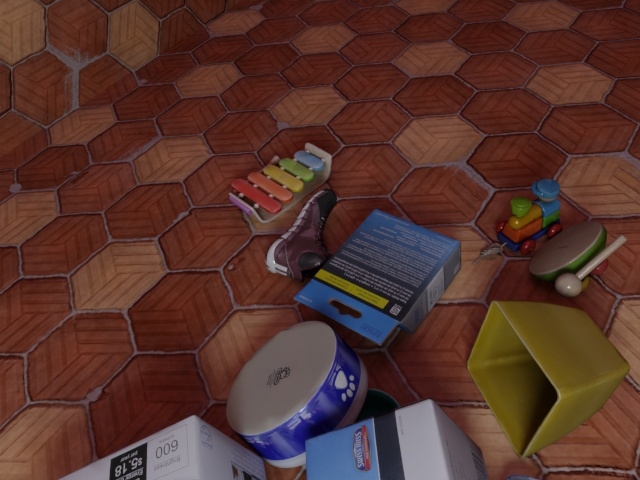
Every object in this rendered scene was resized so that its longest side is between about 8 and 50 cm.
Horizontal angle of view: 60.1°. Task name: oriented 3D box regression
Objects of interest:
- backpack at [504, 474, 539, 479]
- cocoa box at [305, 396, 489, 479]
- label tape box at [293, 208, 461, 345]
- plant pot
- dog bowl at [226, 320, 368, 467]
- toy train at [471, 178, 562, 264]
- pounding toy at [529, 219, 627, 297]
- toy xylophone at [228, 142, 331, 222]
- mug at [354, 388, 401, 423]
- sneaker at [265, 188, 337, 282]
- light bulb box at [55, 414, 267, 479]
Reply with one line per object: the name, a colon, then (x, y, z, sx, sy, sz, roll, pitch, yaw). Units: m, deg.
backpack: (0.337, 0.447, 0.906, 0.105, 0.084, 0.114, 13, 48, 20)
cocoa box: (0.132, 0.456, 0.797, 0.228, 0.231, 0.346, -25, 41, 19)
label tape box: (0.137, 0.098, 1.277, 0.241, 0.105, 0.333, 24, 56, 32)
plant pot: (0.425, 0.237, 1.025, 0.187, 0.212, 0.212, -9, 43, -15)
dog bowl: (-0.047, 0.284, 1.051, 0.265, 0.104, 0.264, -31, 26, 17)
toy train: (0.467, -0.041, 1.319, 0.248, 0.143, 0.105, -27, 46, -15)
pounding toy: (0.577, 0.058, 1.214, 0.183, 0.110, 0.237, -41, 6, 11)
toy xylophone: (-0.130, -0.174, 1.618, 0.236, 0.081, 0.323, 26, 56, 32)
mug: (0.101, 0.366, 1.025, 0.130, 0.097, 0.157, -26, 47, -14)
sneaker: (0.000, 0.000, 1.419, 0.163, 0.106, 0.281, 27, 66, 26)
light bulb box: (-0.255, 0.519, 0.801, 0.358, 0.225, 0.360, -28, 44, 8)
